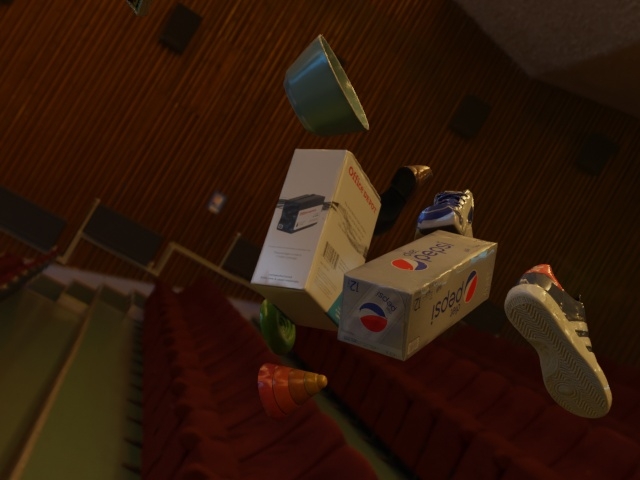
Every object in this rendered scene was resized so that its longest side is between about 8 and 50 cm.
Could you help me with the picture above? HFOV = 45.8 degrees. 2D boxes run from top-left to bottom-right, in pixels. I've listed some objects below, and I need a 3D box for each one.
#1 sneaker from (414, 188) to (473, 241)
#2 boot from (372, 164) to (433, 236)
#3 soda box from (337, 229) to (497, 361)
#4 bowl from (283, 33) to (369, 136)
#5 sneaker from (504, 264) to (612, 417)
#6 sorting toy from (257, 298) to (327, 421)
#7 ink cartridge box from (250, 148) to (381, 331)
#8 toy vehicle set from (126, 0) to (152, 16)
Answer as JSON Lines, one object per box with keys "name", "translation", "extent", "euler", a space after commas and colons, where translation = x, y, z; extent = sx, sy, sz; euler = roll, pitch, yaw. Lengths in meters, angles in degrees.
{"name": "sneaker", "translation": [0.321, -0.060, 1.948], "extent": [0.128, 0.182, 0.315], "euler": [-6, -19, 21]}
{"name": "boot", "translation": [0.241, -0.119, 2.332], "extent": [0.115, 0.305, 0.112], "euler": [-18, 66, -42]}
{"name": "soda box", "translation": [0.137, 0.063, 1.011], "extent": [0.098, 0.091, 0.286], "euler": [14, 19, 29]}
{"name": "bowl", "translation": [0.003, -0.429, 2.234], "extent": [0.311, 0.163, 0.311], "euler": [58, 15, -24]}
{"name": "sneaker", "translation": [0.504, 0.200, 1.541], "extent": [0.131, 0.148, 0.350], "euler": [-14, -64, 41]}
{"name": "sorting toy", "translation": [-0.046, 0.189, 1.582], "extent": [0.126, 0.365, 0.127], "euler": [-16, -37, 21]}
{"name": "ink cartridge box", "translation": [0.000, 0.000, 1.534], "extent": [0.129, 0.307, 0.223], "euler": [6, -25, 27]}
{"name": "toy vehicle set", "translation": [-0.506, -0.789, 2.126], "extent": [0.035, 0.267, 0.166], "euler": [-20, 65, -42]}
